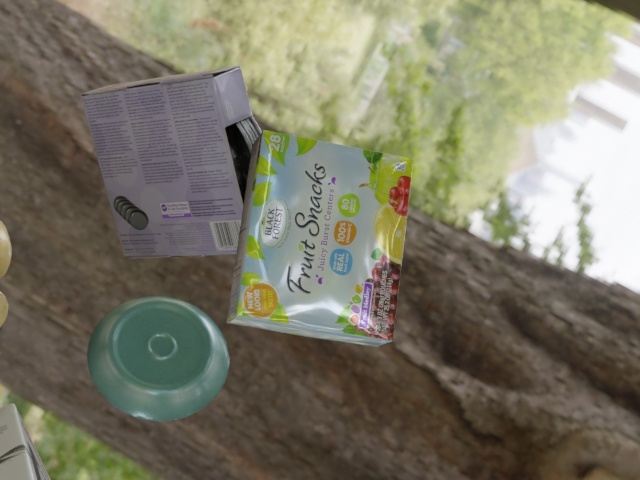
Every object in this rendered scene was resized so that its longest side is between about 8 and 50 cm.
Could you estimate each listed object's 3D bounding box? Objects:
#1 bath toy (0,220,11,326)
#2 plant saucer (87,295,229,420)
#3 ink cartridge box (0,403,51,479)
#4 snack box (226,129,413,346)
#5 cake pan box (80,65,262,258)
[{"bbox_3d":[-0.374,-0.006,1.171,0.151,0.129,0.348,-37,-145,0],"label":"bath toy"},{"bbox_3d":[-0.134,0.092,1.035,0.119,0.119,0.021,-55,172,-35],"label":"plant saucer"},{"bbox_3d":[-0.406,0.379,1.640,0.114,0.273,0.197,-22,124,-11],"label":"ink cartridge box"},{"bbox_3d":[0.000,0.000,1.345,0.070,0.174,0.207,139,-39,-72],"label":"snack box"},{"bbox_3d":[-0.189,-0.102,1.680,0.070,0.266,0.246,-32,112,-48],"label":"cake pan box"}]
